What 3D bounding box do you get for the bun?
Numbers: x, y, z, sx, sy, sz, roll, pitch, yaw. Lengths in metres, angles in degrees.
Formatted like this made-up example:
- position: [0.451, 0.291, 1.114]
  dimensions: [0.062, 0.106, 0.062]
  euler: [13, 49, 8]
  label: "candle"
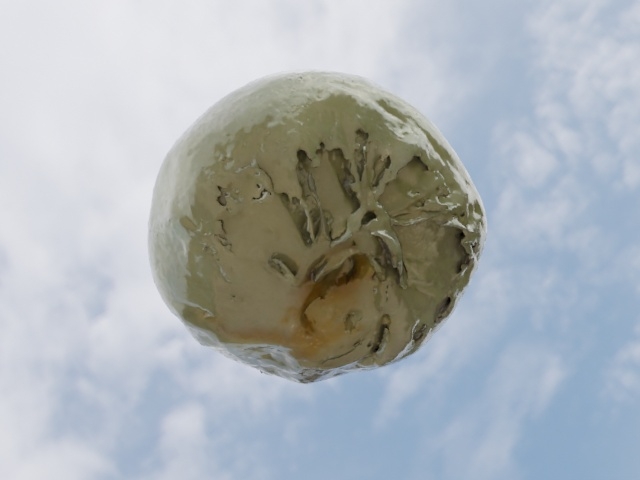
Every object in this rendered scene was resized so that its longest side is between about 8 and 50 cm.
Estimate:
- position: [0.000, 0.000, 1.336]
  dimensions: [0.287, 0.146, 0.287]
  euler: [-5, -69, -12]
  label: "bun"
